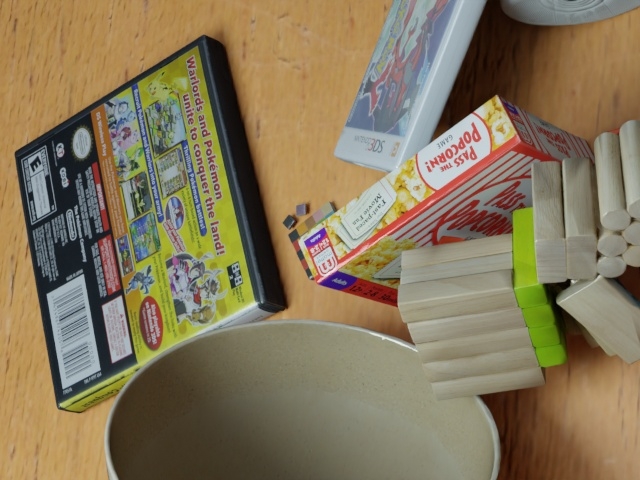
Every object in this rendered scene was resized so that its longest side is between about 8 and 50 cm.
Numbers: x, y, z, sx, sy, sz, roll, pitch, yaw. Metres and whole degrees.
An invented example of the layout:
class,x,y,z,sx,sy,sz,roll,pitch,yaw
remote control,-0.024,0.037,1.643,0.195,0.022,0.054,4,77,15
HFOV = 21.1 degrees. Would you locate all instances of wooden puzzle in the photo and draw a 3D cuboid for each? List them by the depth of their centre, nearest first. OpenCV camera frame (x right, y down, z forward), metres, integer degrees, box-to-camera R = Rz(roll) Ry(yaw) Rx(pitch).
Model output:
class,x,y,z,sx,sy,sz,roll,pitch,yaw
wooden puzzle,0.000,0.000,1.463,0.049,0.006,0.083,-39,58,22

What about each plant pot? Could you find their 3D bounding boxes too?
class,x,y,z,sx,sy,sz,roll,pitch,yaw
plant pot,-0.017,0.218,1.282,0.284,0.284,0.191,32,132,37

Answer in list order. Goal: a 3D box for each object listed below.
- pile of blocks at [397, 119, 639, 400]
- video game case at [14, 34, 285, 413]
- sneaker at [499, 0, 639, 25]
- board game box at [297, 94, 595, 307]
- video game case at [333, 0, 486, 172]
class,x,y,z,sx,sy,sz,roll,pitch,yaw
pile of blocks,0.212,-0.013,1.212,0.362,0.149,0.112,-31,33,29
video game case,-0.163,-0.013,1.569,0.248,0.035,0.274,-28,62,28
sneaker,0.237,-0.247,1.318,0.217,0.079,0.121,-14,66,24
board game box,0.101,-0.023,1.306,0.193,0.147,0.045,-37,61,24
video game case,0.077,-0.151,1.373,0.201,0.023,0.183,-68,16,0
